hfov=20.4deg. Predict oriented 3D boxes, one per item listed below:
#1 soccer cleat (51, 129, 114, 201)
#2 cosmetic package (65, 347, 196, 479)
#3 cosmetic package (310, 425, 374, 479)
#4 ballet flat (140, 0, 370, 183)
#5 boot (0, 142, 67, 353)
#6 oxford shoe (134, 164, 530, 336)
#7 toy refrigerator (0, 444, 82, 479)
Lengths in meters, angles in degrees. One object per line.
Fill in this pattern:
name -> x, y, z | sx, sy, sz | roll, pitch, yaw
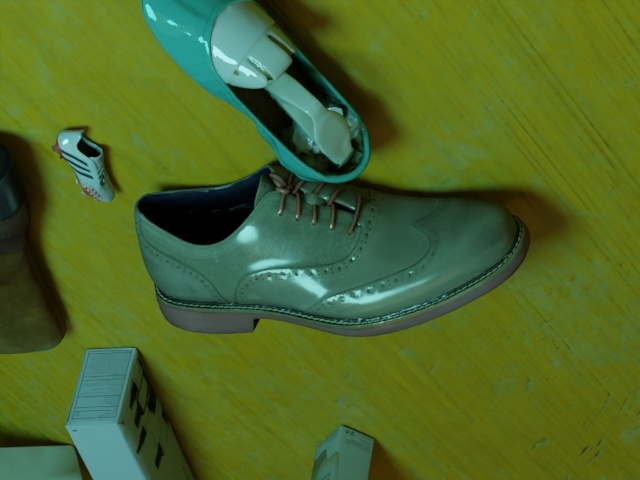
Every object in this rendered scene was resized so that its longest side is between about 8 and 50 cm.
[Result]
soccer cleat -> -0.199, -0.065, 1.548 | 0.035, 0.029, 0.083 | -12, 129, 30
cosmetic package -> -0.187, 0.221, 1.814 | 0.060, 0.099, 0.239 | -2, 138, 15
cosmetic package -> 0.017, 0.251, 1.788 | 0.041, 0.115, 0.060 | 25, 137, -15
ballet flat -> -0.036, -0.129, 1.390 | 0.087, 0.083, 0.247 | 17, 159, 49
boot -> -0.382, 0.001, 1.644 | 0.264, 0.096, 0.280 | 0, 146, 1
oxford shoe -> 0.000, 0.000, 1.509 | 0.348, 0.123, 0.130 | -8, 130, 19
toy refrigerator -> -0.383, 0.268, 1.832 | 0.269, 0.094, 0.102 | 3, 151, -41
